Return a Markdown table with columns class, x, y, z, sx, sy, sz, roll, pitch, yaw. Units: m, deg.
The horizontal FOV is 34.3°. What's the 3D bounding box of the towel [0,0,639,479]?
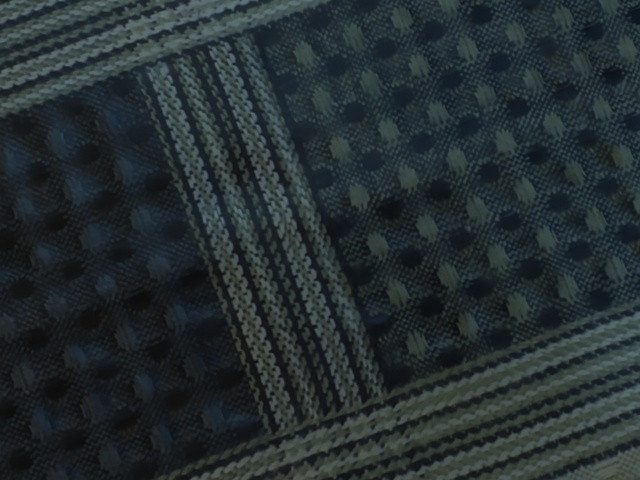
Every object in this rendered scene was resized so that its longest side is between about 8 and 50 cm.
| class | x | y | z | sx | sy | sz | roll | pitch | yaw |
| --- | --- | --- | --- | --- | --- | --- | --- | --- | --- |
| towel | 0.000 | 0.000 | 0.355 | 0.056 | 0.324 | 0.312 | 90 | -20 | -83 |
